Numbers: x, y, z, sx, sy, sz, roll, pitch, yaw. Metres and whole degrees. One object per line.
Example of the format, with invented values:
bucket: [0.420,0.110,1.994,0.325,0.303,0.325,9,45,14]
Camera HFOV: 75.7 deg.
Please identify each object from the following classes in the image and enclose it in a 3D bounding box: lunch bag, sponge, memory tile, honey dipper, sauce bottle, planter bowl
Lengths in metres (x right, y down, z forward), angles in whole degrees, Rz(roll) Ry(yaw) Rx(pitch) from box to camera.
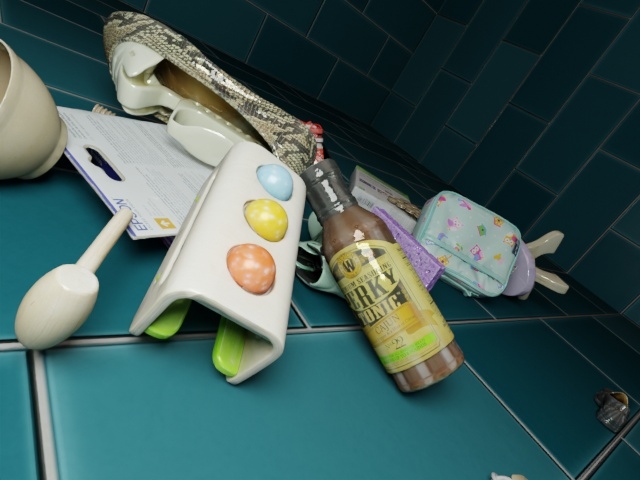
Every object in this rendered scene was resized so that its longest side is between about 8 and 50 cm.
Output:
lunch bag: [0.381,0.019,1.085,0.279,0.224,0.108,29,-19,-3]
sponge: [0.153,0.034,0.861,0.031,0.117,0.210,6,33,-44]
memory tile: [0.288,-0.100,1.296,0.148,0.012,0.113,38,22,35]
honey dipper: [-0.368,-0.215,0.817,0.160,0.031,0.030,27,22,-20]
sauce bottle: [0.073,0.043,0.600,0.345,0.111,0.111,59,28,10]
planter bowl: [-0.383,-0.139,0.491,0.162,0.162,0.109,41,-3,22]

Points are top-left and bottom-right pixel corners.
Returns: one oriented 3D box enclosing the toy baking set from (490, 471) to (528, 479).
toy baking set: [0.247,0.352,0.427,0.196,0.030,0.256,44,24,27]

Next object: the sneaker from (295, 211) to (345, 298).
sneaker: [0.000,0.000,0.754,0.151,0.094,0.256,20,26,-36]

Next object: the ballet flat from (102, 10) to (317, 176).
ballet flat: [-0.232,-0.244,0.736,0.482,0.164,0.182,33,43,-1]

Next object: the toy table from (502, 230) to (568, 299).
toy table: [0.630,0.070,1.293,0.160,0.252,0.275,8,40,-14]

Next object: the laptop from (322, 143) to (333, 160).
laptop: [0.104,-0.098,1.053,0.264,0.137,0.234,23,24,-22]

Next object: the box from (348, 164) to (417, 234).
box: [0.206,-0.146,1.405,0.232,0.059,0.322,30,23,-6]

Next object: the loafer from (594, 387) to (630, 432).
loafer: [0.653,0.362,0.908,0.062,0.061,0.170,40,22,22]

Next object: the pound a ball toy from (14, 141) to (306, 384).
pound a ball toy: [-0.121,-0.004,0.446,0.208,0.135,0.319,37,32,-23]

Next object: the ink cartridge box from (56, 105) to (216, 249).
ink cartridge box: [-0.243,-0.093,0.670,0.324,0.072,0.330,43,27,23]

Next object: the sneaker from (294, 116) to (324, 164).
sneaker: [-0.011,-0.254,1.218,0.270,0.145,0.090,34,22,5]
